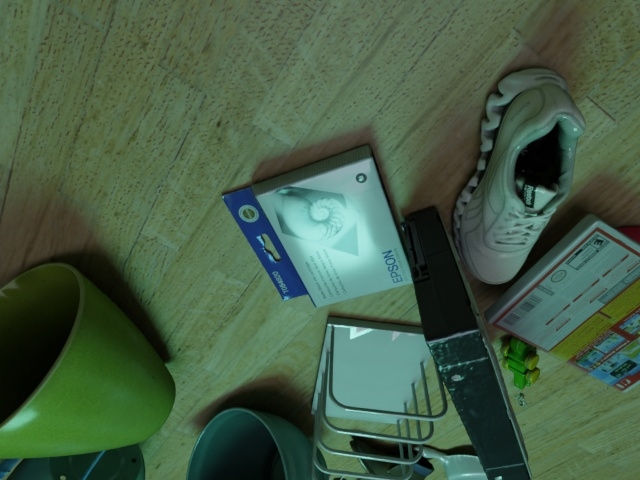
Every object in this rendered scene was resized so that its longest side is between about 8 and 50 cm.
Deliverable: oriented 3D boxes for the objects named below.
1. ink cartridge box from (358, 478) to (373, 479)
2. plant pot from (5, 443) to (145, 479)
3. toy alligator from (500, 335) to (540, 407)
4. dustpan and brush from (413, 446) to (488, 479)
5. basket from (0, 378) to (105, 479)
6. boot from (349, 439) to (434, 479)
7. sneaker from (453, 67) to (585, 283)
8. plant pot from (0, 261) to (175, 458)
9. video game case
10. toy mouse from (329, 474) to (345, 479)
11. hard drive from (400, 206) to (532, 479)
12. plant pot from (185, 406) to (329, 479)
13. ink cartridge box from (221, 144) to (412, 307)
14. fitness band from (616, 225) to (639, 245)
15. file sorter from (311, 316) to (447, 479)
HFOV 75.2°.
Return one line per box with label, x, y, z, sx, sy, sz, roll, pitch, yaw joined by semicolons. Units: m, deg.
ink cartridge box;0.173;0.684;1.055;0.209;0.086;0.153;26;123;-16
plant pot;-0.517;0.534;0.880;0.293;0.293;0.235;29;107;-16
toy alligator;0.363;0.224;0.740;0.051;0.056;0.189;-37;125;-21
dustpan and brush;0.312;0.514;0.953;0.211;0.060;0.147;14;138;-14
basket;-0.532;0.344;0.751;0.289;0.254;0.201;30;124;-5
boot;0.163;0.495;0.946;0.106;0.082;0.219;-41;112;3
sneaker;0.237;-0.047;0.511;0.110;0.118;0.292;-2;127;3
plant pot;-0.383;0.229;0.677;0.275;0.274;0.293;-18;138;15
video game case;0.417;0.105;0.601;0.285;0.025;0.204;28;119;-12
toy mouse;0.016;0.622;1.055;0.143;0.031;0.161;-32;118;23
hard drive;0.203;0.149;0.580;0.064;0.236;0.338;-20;121;16
plant pot;-0.107;0.496;0.846;0.293;0.293;0.196;-36;144;25
ink cartridge box;0.000;0.000;0.600;0.224;0.045;0.223;-17;123;15
fitness band;0.474;0.102;0.641;0.209;0.054;0.291;-37;114;23
file sorter;0.087;0.302;0.735;0.193;0.173;0.277;7;126;-1
